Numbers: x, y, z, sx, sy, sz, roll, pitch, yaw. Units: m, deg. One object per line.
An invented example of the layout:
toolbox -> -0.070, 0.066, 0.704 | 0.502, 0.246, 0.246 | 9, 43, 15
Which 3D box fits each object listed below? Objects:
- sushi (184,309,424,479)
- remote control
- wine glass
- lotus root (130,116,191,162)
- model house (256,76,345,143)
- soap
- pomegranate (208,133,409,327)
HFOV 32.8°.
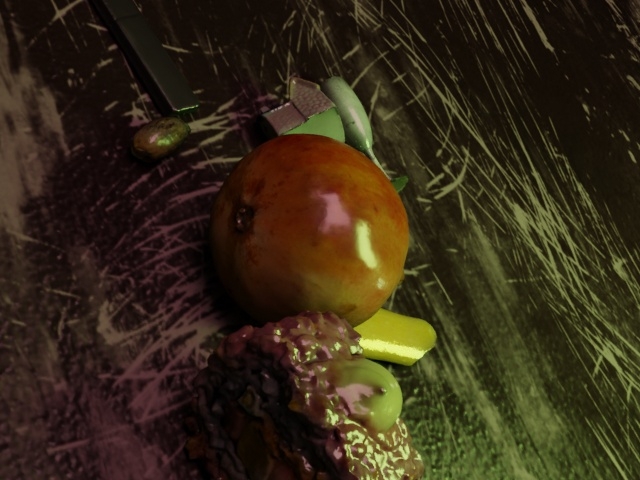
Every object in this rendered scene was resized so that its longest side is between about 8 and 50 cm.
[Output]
sushi -> -0.005, 0.211, 1.192 | 0.171, 0.236, 0.270 | -8, 59, -48
remote control -> -0.252, -0.274, 1.530 | 0.063, 0.025, 0.245 | -22, 72, -39
wine glass -> 0.059, -0.157, 1.635 | 0.066, 0.066, 0.198 | -12, 64, -40
lotus root -> -0.209, -0.137, 1.434 | 0.099, 0.054, 0.049 | -36, 102, -44
model house -> -0.034, -0.169, 1.571 | 0.101, 0.087, 0.100 | -29, 49, -13
soap -> 0.079, 0.125, 1.452 | 0.169, 0.033, 0.089 | 20, 51, -22
pomegranate -> 0.000, 0.000, 1.360 | 0.270, 0.229, 0.252 | 17, 41, -39
